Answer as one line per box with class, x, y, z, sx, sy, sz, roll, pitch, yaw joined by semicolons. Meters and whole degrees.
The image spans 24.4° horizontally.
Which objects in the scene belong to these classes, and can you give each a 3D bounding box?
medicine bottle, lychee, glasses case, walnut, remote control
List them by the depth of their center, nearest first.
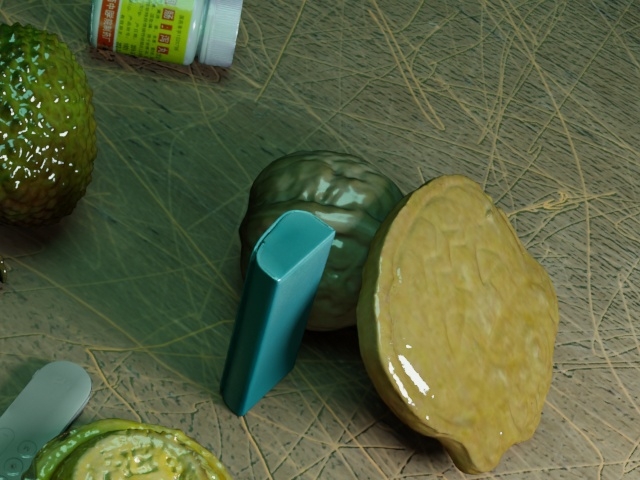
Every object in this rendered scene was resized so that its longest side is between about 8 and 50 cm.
remote control;-0.370;0.244;1.853;0.077;0.022;0.245;29;51;7
glasses case;-0.066;0.093;1.870;0.070;0.301;0.117;37;52;15
lychee;-0.426;-0.130;1.990;0.270;0.320;0.270;32;18;-12
walnut;0.000;0.000;2.013;0.248;0.248;0.248;7;50;-9
medicine bottle;-0.239;-0.346;2.290;0.225;0.139;0.139;10;50;-6

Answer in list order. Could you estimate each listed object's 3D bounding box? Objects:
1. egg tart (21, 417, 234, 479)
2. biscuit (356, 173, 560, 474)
egg tart;-0.223;0.317;1.776;0.288;0.118;0.288;5;49;-6
biscuit;0.194;0.102;1.951;0.365;0.062;0.385;50;44;-25
